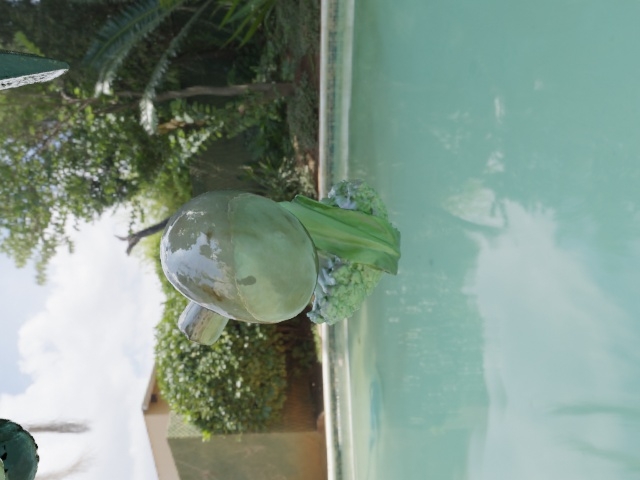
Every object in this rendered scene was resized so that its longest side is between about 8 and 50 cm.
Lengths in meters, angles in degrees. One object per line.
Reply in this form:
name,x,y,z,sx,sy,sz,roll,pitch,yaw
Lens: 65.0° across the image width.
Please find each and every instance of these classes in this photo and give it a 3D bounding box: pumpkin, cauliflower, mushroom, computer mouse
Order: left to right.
pumpkin,-0.772,0.526,1.153,0.163,0.233,0.233,4,-95,-85
computer mouse,-0.712,-0.381,1.105,0.168,0.295,0.087,4,114,46
mushroom,-0.115,0.047,0.657,0.215,0.207,0.207,-58,14,19
cauliflower,0.000,0.000,0.884,0.256,0.315,0.239,-56,26,9

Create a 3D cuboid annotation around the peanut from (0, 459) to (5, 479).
peanut,-0.431,0.302,0.481,0.123,0.257,0.123,52,166,18
